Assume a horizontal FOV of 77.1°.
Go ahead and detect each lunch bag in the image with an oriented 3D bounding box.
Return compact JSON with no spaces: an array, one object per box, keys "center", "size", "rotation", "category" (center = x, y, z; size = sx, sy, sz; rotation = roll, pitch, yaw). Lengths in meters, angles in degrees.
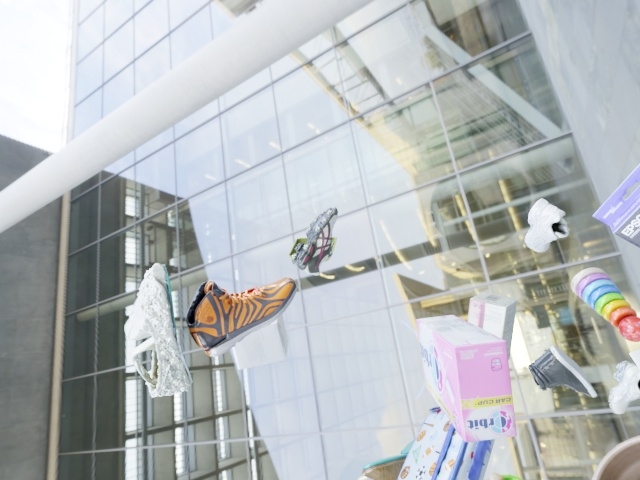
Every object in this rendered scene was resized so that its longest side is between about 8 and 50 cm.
[{"center":[0.331,0.545,1.029],"size":[0.115,0.243,0.303],"rotation":[39,-131,4],"category":"lunch bag"}]

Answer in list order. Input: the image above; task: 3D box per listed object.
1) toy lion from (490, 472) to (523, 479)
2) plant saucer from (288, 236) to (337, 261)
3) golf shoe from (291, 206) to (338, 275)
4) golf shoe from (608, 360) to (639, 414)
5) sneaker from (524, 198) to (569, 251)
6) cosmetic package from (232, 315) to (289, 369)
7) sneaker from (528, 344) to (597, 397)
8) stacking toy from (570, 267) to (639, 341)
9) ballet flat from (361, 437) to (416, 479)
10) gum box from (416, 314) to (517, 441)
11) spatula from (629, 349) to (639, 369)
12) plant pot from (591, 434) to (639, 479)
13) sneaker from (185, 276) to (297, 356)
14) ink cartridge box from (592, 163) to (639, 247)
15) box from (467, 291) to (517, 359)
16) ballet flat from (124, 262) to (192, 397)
[{"center":[0.401,0.504,0.794],"size":[0.100,0.096,0.034],"rotation":[-127,36,-76],"category":"toy lion"},{"center":[-0.028,0.044,1.740],"size":[0.188,0.188,0.045],"rotation":[-70,-24,-64],"category":"plant saucer"},{"center":[0.000,0.000,1.524],"size":[0.120,0.105,0.273],"rotation":[38,-105,-26],"category":"golf shoe"},{"center":[0.902,0.444,1.169],"size":[0.069,0.086,0.176],"rotation":[-14,-69,-28],"category":"golf shoe"},{"center":[0.739,-0.025,1.302],"size":[0.115,0.090,0.232],"rotation":[39,167,43],"category":"sneaker"},{"center":[-0.224,0.363,1.496],"size":[0.151,0.183,0.151],"rotation":[-96,-6,-79],"category":"cosmetic package"},{"center":[0.883,0.509,1.483],"size":[0.295,0.147,0.104],"rotation":[39,-156,-18],"category":"sneaker"},{"center":[1.096,0.244,1.504],"size":[0.141,0.141,0.330],"rotation":[57,-165,-26],"category":"stacking toy"},{"center":[0.270,0.725,1.272],"size":[0.342,0.116,0.124],"rotation":[8,-124,-46],"category":"ballet flat"},{"center":[0.183,0.169,0.538],"size":[0.188,0.062,0.107],"rotation":[74,-170,-89],"category":"gum box"},{"center":[0.721,0.281,0.728],"size":[0.242,0.168,0.019],"rotation":[63,-168,15],"category":"spatula"},{"center":[0.665,0.513,0.691],"size":[0.229,0.263,0.263],"rotation":[42,-146,-9],"category":"plant pot"},{"center":[-0.224,0.166,1.119],"size":[0.321,0.124,0.180],"rotation":[-36,-67,-18],"category":"sneaker"},{"center":[0.822,-0.075,0.965],"size":[0.208,0.206,0.045],"rotation":[36,-141,19],"category":"ink cartridge box"},{"center":[0.604,0.317,1.429],"size":[0.148,0.126,0.232],"rotation":[-7,-77,-51],"category":"box"},{"center":[-0.424,0.257,1.034],"size":[0.147,0.147,0.409],"rotation":[-55,-30,-57],"category":"ballet flat"}]
